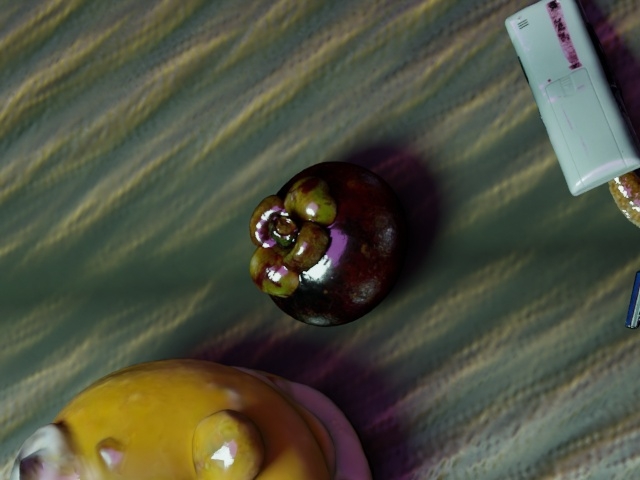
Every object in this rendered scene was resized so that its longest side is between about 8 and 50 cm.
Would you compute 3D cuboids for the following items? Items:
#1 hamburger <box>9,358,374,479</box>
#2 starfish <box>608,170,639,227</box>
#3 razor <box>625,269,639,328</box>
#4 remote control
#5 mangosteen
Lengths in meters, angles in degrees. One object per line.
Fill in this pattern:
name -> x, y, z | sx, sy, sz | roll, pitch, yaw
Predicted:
hamburger -> -0.105, 0.214, 1.356 | 0.276, 0.237, 0.276 | -2, 84, 14
starfish -> 0.290, -0.005, 1.356 | 0.138, 0.050, 0.247 | -16, 75, 15
razor -> 0.302, 0.056, 1.305 | 0.154, 0.028, 0.044 | 10, 83, 17
remote control -> 0.194, -0.117, 1.375 | 0.065, 0.029, 0.166 | -25, 63, 16
mangosteen -> 0.000, 0.000, 1.388 | 0.140, 0.140, 0.140 | -1, 86, 16
